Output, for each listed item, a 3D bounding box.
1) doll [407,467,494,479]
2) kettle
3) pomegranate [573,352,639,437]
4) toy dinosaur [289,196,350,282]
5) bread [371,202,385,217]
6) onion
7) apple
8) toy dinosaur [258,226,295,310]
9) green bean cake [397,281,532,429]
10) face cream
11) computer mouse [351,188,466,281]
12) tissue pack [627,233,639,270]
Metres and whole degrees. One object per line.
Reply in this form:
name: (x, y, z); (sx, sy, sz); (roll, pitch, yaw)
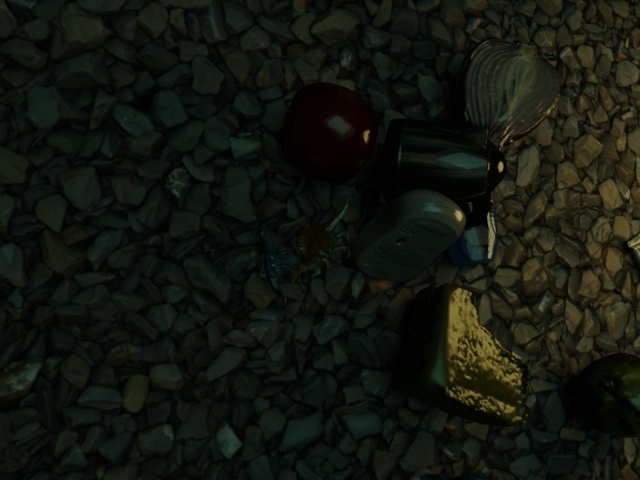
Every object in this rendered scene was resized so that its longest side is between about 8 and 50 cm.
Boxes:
doll: (0.301, 0.588, 1.138); (0.215, 0.257, 0.161); (30, 66, -16)
kettle: (0.291, -0.155, 1.216); (0.271, 0.207, 0.251); (5, 92, 17)
pomegranate: (0.795, 0.434, 1.355); (0.204, 0.221, 0.277); (-36, 113, -36)
toy dinosaur: (0.000, 0.002, 1.238); (0.142, 0.057, 0.212); (1, 69, 1)
bread: (0.170, -0.052, 1.303); (0.083, 0.036, 0.047); (40, 75, -7)
onion: (0.462, -0.351, 1.386); (0.267, 0.159, 0.349); (27, 81, -1)
apple: (0.019, -0.244, 1.184); (0.201, 0.218, 0.218); (16, 77, -19)
toy dinosaur: (-0.102, 0.060, 1.183); (0.080, 0.045, 0.198); (-15, 77, 4)
green bean cake: (0.337, 0.275, 1.238); (0.309, 0.202, 0.285); (29, 62, -14)
face cream: (0.381, -0.069, 1.350); (0.149, 0.083, 0.264); (-7, 84, -10)
computer mouse: (0.195, -0.020, 1.191); (0.184, 0.297, 0.121); (16, 55, -17)
tissue pack: (1.007, 0.067, 1.573); (0.122, 0.026, 0.193); (-26, 90, -20)
